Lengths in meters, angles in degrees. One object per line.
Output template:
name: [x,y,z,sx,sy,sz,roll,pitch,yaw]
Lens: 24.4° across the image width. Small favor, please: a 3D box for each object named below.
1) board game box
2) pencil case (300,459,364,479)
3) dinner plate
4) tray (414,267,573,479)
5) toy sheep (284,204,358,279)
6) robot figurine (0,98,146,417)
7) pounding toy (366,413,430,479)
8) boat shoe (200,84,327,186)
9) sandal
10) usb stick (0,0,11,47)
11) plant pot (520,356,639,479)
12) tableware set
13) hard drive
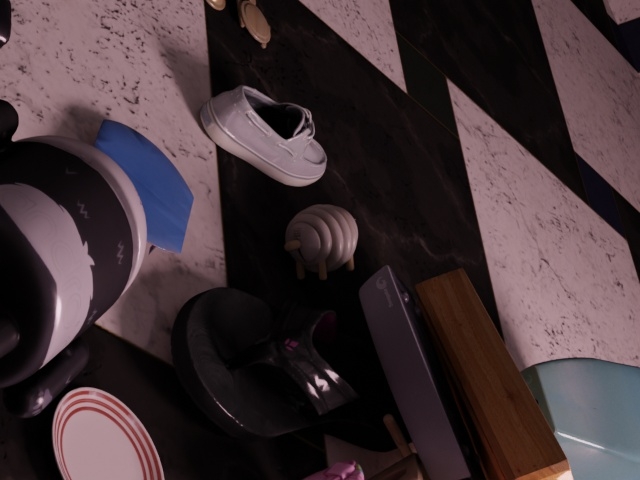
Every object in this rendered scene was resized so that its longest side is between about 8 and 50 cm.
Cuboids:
board game box: [-0.196,-0.050,1.539,0.133,0.033,0.168,43,25,-22]
pencil case: [0.052,0.360,1.457,0.284,0.124,0.124,61,26,4]
dinner plate: [-0.190,0.197,1.308,0.141,0.017,0.141,42,32,-34]
tray: [0.212,0.222,1.733,0.411,0.076,0.202,-113,-177,-60]
toy sheep: [0.000,0.000,1.779,0.132,0.091,0.091,-18,79,-58]
robot figurine: [-0.256,0.016,1.208,0.174,0.209,0.278,30,27,6]
pounding toy: [0.084,0.290,1.628,0.181,0.094,0.206,59,4,-2]
boat shoe: [-0.050,-0.131,1.825,0.227,0.081,0.079,23,44,-51]
sandal: [-0.002,0.131,1.608,0.446,0.107,0.167,18,49,-56]
usb stick: [-0.396,-0.247,1.369,0.278,0.045,0.077,21,52,-53]
plant pot: [0.336,0.259,2.036,0.234,0.166,0.165,19,46,-42]
tableware set: [-0.122,-0.342,1.987,0.169,0.020,0.141,36,37,-42]
hard drive: [0.116,0.165,1.684,0.172,0.054,0.254,46,22,-70]
